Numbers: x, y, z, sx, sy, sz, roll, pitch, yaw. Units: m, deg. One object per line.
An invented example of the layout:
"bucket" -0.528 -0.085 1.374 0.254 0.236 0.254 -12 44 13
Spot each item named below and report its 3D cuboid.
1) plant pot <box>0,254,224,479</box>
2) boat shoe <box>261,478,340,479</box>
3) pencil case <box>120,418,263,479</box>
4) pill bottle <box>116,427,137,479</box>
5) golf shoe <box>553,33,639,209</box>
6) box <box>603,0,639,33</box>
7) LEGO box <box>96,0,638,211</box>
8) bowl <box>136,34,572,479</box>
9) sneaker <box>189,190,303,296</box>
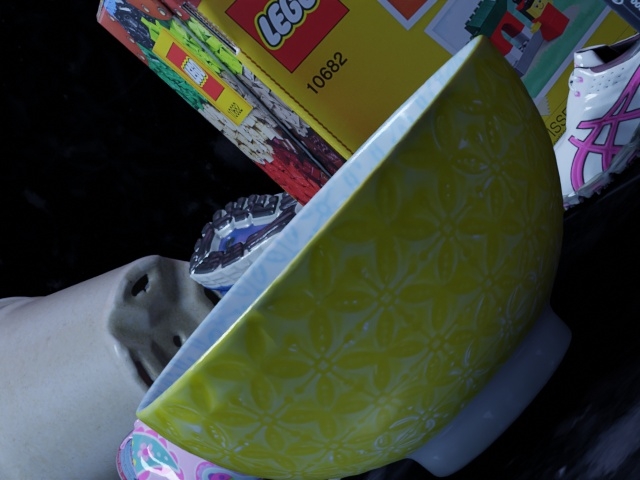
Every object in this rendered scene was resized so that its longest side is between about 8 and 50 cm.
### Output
"plant pot" -0.263 0.172 2.333 0.305 0.334 0.334 -31 14 40
"boat shoe" -0.028 0.185 1.320 0.133 0.042 0.049 -49 6 -1
"pencil case" -0.051 0.127 1.586 0.284 0.124 0.124 -45 5 29
"pill bottle" -0.170 0.234 2.067 0.087 0.087 0.160 -49 3 -24
"golf shoe" 0.202 -0.097 1.288 0.186 0.086 0.067 -47 5 36
"box" 0.268 -0.202 0.982 0.143 0.165 0.270 -45 4 47
"LEGO box" 0.129 -0.248 1.473 0.500 0.372 0.193 -48 3 -12
"bowl" 0.048 0.040 1.048 0.289 0.156 0.289 -48 3 4
"sneaker" 0.025 0.002 1.905 0.330 0.147 0.130 -18 43 39
